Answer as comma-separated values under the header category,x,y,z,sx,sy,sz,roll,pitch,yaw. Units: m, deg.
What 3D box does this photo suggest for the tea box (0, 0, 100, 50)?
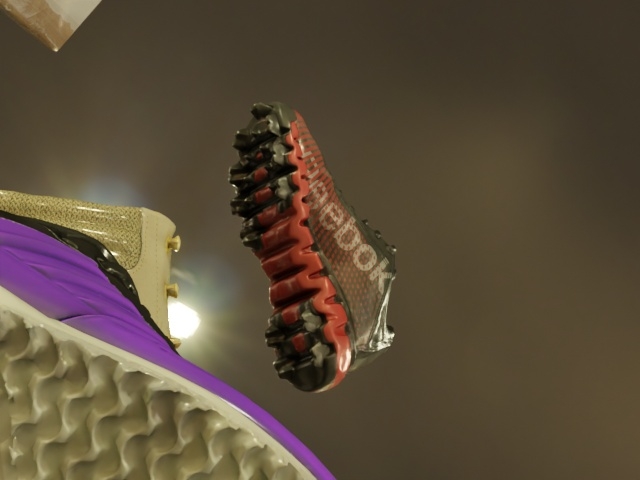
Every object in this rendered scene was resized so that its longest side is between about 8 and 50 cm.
category,x,y,z,sx,sy,sz,roll,pitch,yaw
tea box,-0.307,-0.371,0.992,0.323,0.220,0.329,38,-3,31

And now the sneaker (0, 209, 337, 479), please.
category,x,y,z,sx,sy,sz,roll,pitch,yaw
sneaker,-0.093,0.056,0.530,0.293,0.146,0.102,33,-73,2

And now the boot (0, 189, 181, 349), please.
category,x,y,z,sx,sy,sz,roll,pitch,yaw
boot,-0.090,0.090,0.737,0.262,0.203,0.095,18,-26,-32

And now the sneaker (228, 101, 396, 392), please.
category,x,y,z,sx,sy,sz,roll,pitch,yaw
sneaker,0.000,0.000,1.229,0.098,0.135,0.276,-22,-99,51
